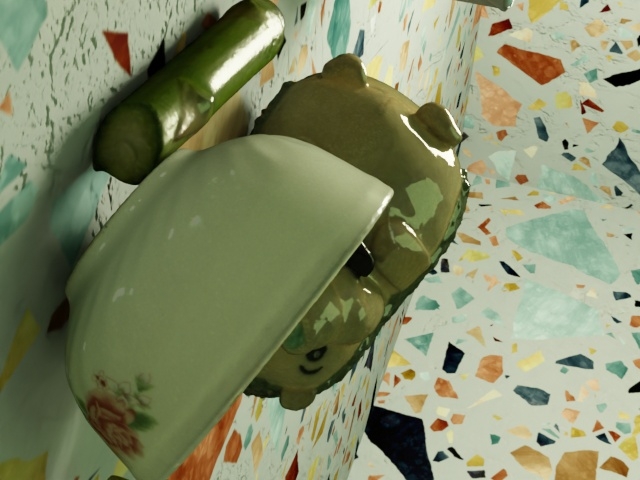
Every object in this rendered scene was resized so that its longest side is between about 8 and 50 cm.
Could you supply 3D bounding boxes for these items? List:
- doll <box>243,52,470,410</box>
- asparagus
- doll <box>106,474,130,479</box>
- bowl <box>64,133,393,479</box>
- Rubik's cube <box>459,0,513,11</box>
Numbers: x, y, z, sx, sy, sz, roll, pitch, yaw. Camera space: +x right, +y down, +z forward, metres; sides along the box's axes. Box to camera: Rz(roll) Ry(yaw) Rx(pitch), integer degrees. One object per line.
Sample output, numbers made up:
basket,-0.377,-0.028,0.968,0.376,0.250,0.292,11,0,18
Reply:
doll,0.000,0.000,1.056,0.349,0.247,0.247,-60,167,-3
asparagus,-0.096,-0.128,0.837,0.060,0.067,0.278,58,29,-17
doll,-0.188,0.322,0.783,0.141,0.117,0.296,42,62,-66
bowl,-0.086,0.029,0.757,0.277,0.145,0.277,-53,-178,2
Rubik's cube,0.151,-0.442,1.233,0.231,0.221,0.225,89,19,-51
